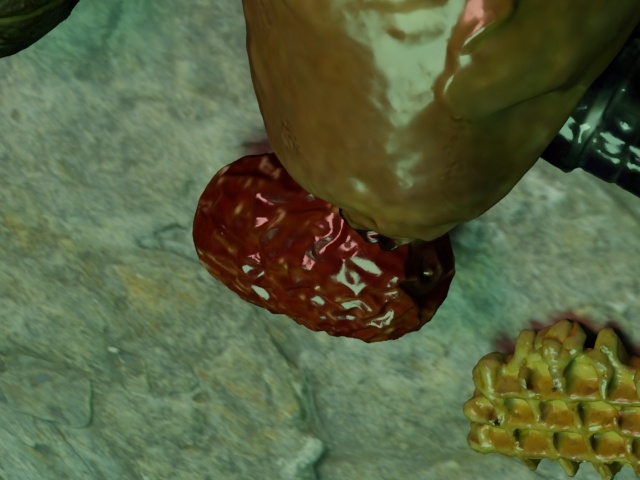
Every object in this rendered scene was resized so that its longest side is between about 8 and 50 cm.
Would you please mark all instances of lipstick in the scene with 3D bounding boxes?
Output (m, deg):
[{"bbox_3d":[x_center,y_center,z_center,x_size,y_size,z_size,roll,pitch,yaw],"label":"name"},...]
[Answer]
[{"bbox_3d":[0.157,-0.065,0.891,0.300,0.081,0.081,30,144,9],"label":"lipstick"}]

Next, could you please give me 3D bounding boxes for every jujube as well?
[{"bbox_3d":[0.000,0.000,1.076,0.176,0.109,0.112,15,104,37],"label":"jujube"}]

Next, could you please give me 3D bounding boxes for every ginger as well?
[{"bbox_3d":[0.051,-0.157,0.718,0.223,0.269,0.200,47,172,-28],"label":"ginger"}]

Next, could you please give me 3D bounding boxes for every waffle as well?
[{"bbox_3d":[0.187,0.123,1.110,0.192,0.046,0.160,27,141,11],"label":"waffle"}]

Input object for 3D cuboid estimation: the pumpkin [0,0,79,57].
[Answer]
[{"bbox_3d":[-0.239,-0.194,0.995,0.224,0.157,0.223,16,148,10],"label":"pumpkin"}]
